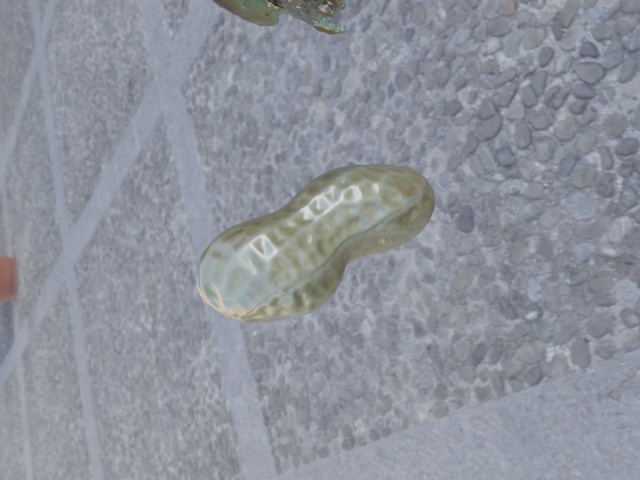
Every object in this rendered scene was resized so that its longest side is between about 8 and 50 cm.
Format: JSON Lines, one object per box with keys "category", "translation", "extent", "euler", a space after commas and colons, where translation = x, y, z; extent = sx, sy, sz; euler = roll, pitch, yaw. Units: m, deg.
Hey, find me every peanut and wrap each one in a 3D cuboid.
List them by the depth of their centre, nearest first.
{"category": "peanut", "translation": [0.000, 0.000, 0.674], "extent": [0.136, 0.298, 0.120], "euler": [56, 170, 20]}

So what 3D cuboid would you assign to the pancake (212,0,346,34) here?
{"category": "pancake", "translation": [-0.090, -0.320, 0.681], "extent": [0.427, 0.304, 0.067], "euler": [-142, 72, -79]}
